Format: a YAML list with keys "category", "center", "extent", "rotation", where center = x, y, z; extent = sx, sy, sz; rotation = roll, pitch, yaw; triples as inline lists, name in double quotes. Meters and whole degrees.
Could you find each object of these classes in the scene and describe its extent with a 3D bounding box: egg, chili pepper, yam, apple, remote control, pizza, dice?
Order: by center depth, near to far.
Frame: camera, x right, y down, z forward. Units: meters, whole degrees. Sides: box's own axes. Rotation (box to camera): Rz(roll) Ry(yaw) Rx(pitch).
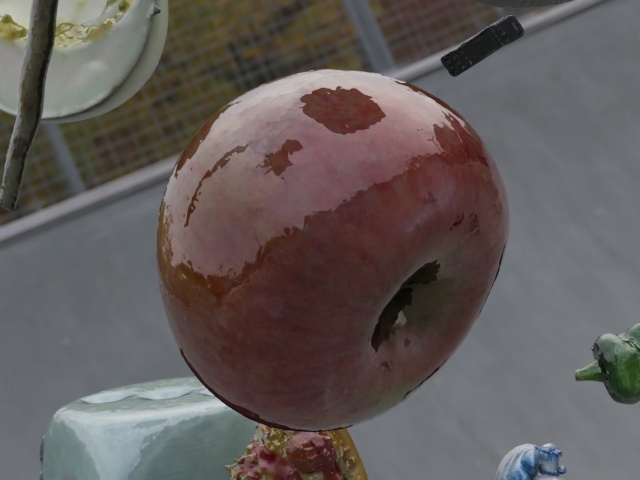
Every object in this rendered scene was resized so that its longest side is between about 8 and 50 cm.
- category: "yam"
  center: [-0.250, -0.132, 1.465]
  extent: [0.027, 0.029, 0.234]
  rotation: [-13, -53, -46]
- category: "apple"
  center: [0.000, 0.000, 1.529]
  extent: [0.345, 0.269, 0.344]
  rotation: [-28, -41, -28]
- category: "pizza"
  center: [-0.037, 0.251, 1.815]
  extent: [0.199, 0.188, 0.062]
  rotation: [-36, 5, -34]
- category: "egg"
  center: [-0.280, -0.233, 1.864]
  extent: [0.271, 0.206, 0.162]
  rotation: [5, 6, 13]
- category: "remote control"
  center: [0.178, -0.218, 1.877]
  extent: [0.096, 0.014, 0.039]
  rotation: [-32, -42, 11]
- category: "dice"
  center: [-0.172, 0.312, 2.041]
  extent: [0.263, 0.264, 0.268]
  rotation: [-9, 5, -27]
- category: "chili pepper"
  center: [0.471, 0.150, 2.258]
  extent: [0.271, 0.099, 0.136]
  rotation: [-11, 36, -3]

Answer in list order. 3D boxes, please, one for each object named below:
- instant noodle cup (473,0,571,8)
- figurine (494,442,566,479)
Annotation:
- category: "instant noodle cup"
  center: [0.259, -0.423, 2.102]
  extent: [0.218, 0.207, 0.217]
  rotation: [-1, -18, 0]
- category: "figurine"
  center: [0.225, 0.271, 1.826]
  extent: [0.079, 0.114, 0.114]
  rotation: [13, 11, 17]
